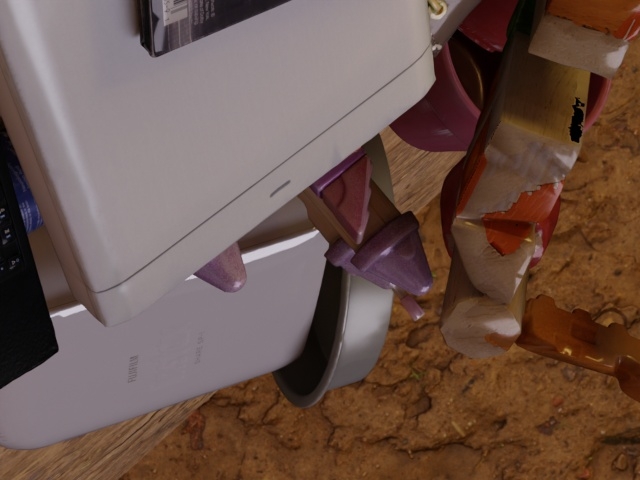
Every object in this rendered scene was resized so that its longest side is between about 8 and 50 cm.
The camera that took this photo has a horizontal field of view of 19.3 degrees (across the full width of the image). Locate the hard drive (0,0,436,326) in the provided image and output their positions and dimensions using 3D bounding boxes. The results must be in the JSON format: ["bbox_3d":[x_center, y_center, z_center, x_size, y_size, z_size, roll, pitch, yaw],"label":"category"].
[{"bbox_3d":[-0.053,-0.134,0.866,0.233,0.047,0.353,-38,147,-18],"label":"hard drive"}]

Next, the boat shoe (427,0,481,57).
[{"bbox_3d":[0.060,-0.179,1.093,0.324,0.116,0.097,-53,-168,-11],"label":"boat shoe"}]

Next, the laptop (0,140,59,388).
[{"bbox_3d":[-0.218,-0.004,1.041,0.136,0.264,0.234,3,-156,40],"label":"laptop"}]

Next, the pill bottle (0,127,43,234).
[{"bbox_3d":[-0.220,-0.023,1.206,0.120,0.067,0.067,-36,172,-32],"label":"pill bottle"}]

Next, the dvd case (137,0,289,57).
[{"bbox_3d":[0.015,-0.184,0.814,0.221,0.018,0.164,-26,142,-23],"label":"dvd case"}]

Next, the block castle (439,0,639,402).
[{"bbox_3d":[0.269,-0.100,1.189,0.213,0.303,0.453,-75,-174,-52],"label":"block castle"}]

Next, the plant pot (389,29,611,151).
[{"bbox_3d":[0.150,-0.167,1.811,0.201,0.201,0.180,-36,-172,-31],"label":"plant pot"}]

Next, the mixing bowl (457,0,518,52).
[{"bbox_3d":[0.123,-0.202,1.364,0.098,0.181,0.181,-49,171,13],"label":"mixing bowl"}]

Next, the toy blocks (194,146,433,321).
[{"bbox_3d":[0.006,-0.075,1.267,0.309,0.260,0.288,-39,173,-6],"label":"toy blocks"}]

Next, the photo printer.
[{"bbox_3d":[-0.155,0.053,1.505,0.307,0.107,0.256,-17,153,-18],"label":"photo printer"}]

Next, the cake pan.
[{"bbox_3d":[0.000,0.000,1.661,0.054,0.293,0.293,-1,159,-18],"label":"cake pan"}]
